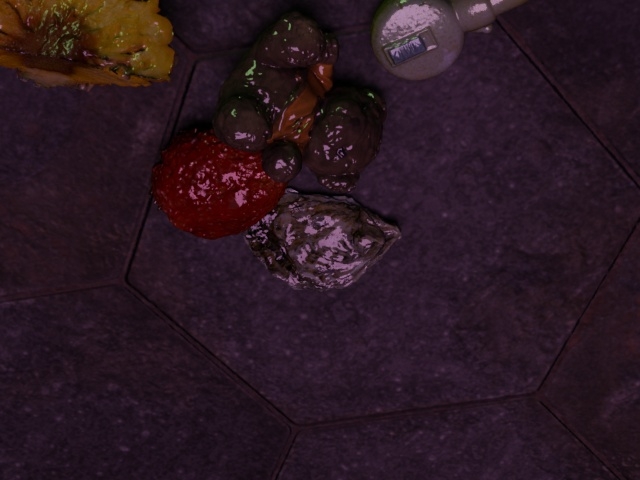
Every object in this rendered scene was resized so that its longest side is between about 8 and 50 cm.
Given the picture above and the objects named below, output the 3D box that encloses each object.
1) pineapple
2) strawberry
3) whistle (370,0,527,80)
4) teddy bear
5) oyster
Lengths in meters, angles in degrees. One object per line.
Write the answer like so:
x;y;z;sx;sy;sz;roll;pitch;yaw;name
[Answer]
-0.268;-0.234;1.336;0.249;0.164;0.140;8;81;1;pineapple
-0.117;-0.055;1.430;0.187;0.082;0.146;-7;135;30;strawberry
0.148;-0.239;1.337;0.198;0.057;0.104;-21;122;16;whistle
-0.018;-0.139;1.370;0.190;0.140;0.177;28;76;-17;teddy bear
0.000;0.000;1.505;0.177;0.064;0.125;23;107;-2;oyster
